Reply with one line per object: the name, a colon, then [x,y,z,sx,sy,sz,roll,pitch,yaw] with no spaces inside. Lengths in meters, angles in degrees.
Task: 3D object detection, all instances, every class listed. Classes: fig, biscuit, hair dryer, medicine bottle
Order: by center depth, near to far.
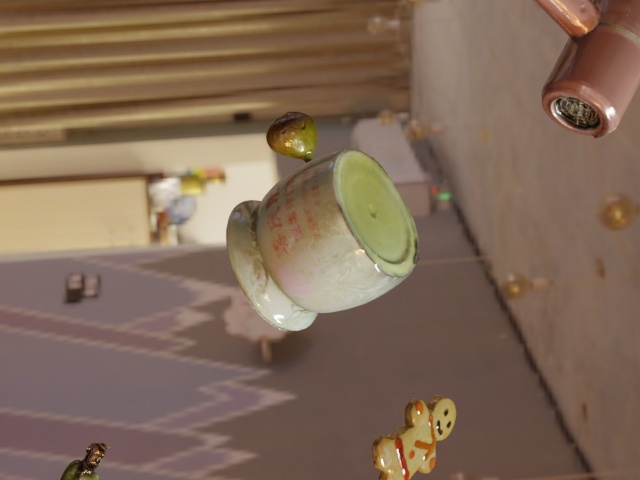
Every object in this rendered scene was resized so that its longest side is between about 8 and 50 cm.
medicine bottle: [0.000,0.000,1.216,0.147,0.143,0.147,39,37,-38]
hair dryer: [0.337,-0.333,1.823,0.210,0.352,0.125,-59,-159,-21]
fig: [-0.038,-0.163,2.048,0.098,0.082,0.084,56,12,-4]
biscuit: [0.172,0.358,2.242,0.030,0.234,0.153,12,-58,39]

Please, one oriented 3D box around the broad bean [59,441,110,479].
broad bean: [-0.292,0.350,1.280,0.098,0.056,0.318,150,-38,-82]
